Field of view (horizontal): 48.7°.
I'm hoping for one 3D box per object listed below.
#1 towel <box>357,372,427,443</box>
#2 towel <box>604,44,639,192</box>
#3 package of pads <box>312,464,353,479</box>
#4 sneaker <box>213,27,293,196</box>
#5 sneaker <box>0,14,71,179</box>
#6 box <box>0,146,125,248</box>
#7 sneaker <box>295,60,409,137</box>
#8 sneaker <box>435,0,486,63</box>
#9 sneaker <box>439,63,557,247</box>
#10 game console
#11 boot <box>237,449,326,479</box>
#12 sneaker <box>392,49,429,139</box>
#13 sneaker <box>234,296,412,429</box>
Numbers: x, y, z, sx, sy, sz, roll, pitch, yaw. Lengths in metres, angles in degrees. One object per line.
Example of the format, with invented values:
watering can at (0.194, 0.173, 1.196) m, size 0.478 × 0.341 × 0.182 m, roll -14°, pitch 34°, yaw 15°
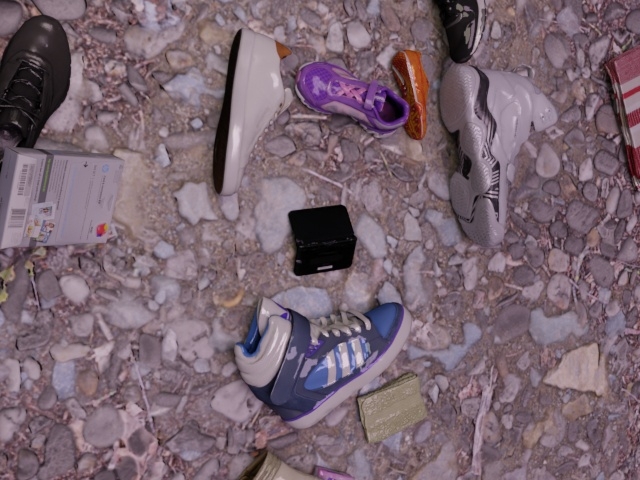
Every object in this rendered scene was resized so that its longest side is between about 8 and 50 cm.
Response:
towel at (0.147, 0.341, 1.432) m, size 0.148 × 0.027 × 0.110 m, roll -20°, pitch 104°, yaw -22°
towel at (0.793, -0.304, 1.670) m, size 0.237 × 0.037 × 0.329 m, roll -27°, pitch 107°, yaw -23°
package of pads at (0.019, 0.475, 1.382) m, size 0.083 × 0.032 × 0.050 m, roll 23°, pitch 89°, yaw -25°
sneaker at (-0.108, -0.212, 1.220) m, size 0.123 × 0.106 × 0.290 m, roll 11°, pitch 89°, yaw -23°
sneaker at (-0.443, -0.202, 1.055) m, size 0.109 × 0.130 × 0.287 m, roll 18°, pitch 86°, yaw -23°
box at (-0.395, -0.064, 1.071) m, size 0.186 × 0.038 × 0.145 m, roll -4°, pitch 116°, yaw -54°
sneaker at (0.068, -0.264, 1.299) m, size 0.236 × 0.104 × 0.095 m, roll 20°, pitch 88°, yaw -24°
sneaker at (0.246, -0.487, 1.376) m, size 0.124 × 0.107 × 0.284 m, roll 3°, pitch 87°, yaw -14°
sneaker at (0.371, -0.179, 1.427) m, size 0.210 × 0.137 × 0.366 m, roll -13°, pitch 97°, yaw -21°
game console at (0.000, 0.000, 1.342) m, size 0.122 × 0.071 × 0.107 m, roll -8°, pitch 128°, yaw -23°
boot at (-0.096, 0.505, 1.308) m, size 0.165 × 0.077 × 0.213 m, roll 33°, pitch 93°, yaw -16°
sneaker at (0.189, -0.284, 1.378) m, size 0.067 × 0.064 × 0.175 m, roll -16°, pitch 104°, yaw -33°
sneaker at (-0.003, 0.166, 1.289) m, size 0.322 × 0.130 × 0.236 m, roll -41°, pitch 114°, yaw -10°
